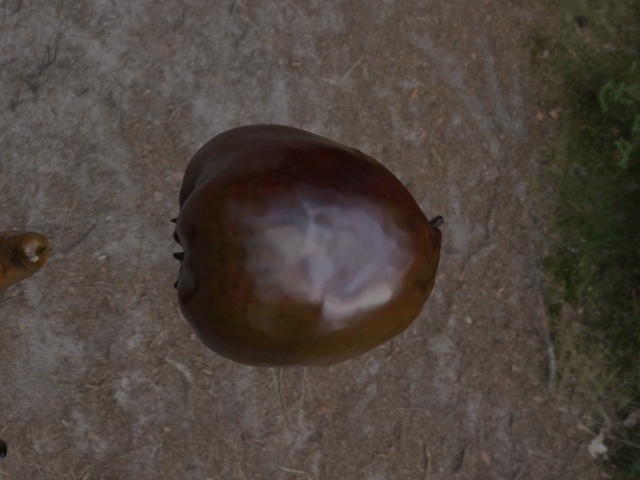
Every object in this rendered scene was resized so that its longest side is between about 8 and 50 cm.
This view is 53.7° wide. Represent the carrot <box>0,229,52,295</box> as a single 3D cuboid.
[{"bbox_3d":[-0.276,0.036,0.492,0.059,0.247,0.059,24,54,-40],"label":"carrot"}]

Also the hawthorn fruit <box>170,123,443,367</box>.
[{"bbox_3d":[0.000,0.000,0.531,0.248,0.208,0.208,-7,87,-15],"label":"hawthorn fruit"}]

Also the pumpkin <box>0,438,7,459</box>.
[{"bbox_3d":[-0.244,0.061,0.090,0.303,0.256,0.225,42,76,-25],"label":"pumpkin"}]
